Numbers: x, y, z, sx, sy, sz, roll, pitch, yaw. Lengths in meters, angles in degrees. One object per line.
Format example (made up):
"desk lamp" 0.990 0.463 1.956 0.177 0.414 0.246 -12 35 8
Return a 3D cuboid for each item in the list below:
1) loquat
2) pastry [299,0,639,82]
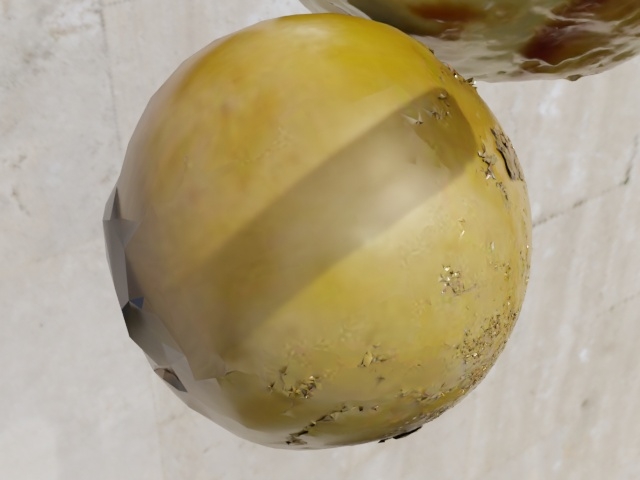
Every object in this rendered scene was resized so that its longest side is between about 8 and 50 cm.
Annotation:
"loquat" 0.000 0.000 0.562 0.235 0.235 0.235 -23 132 -28
"pastry" 0.140 -0.264 0.624 0.388 0.312 0.388 -45 178 -2
